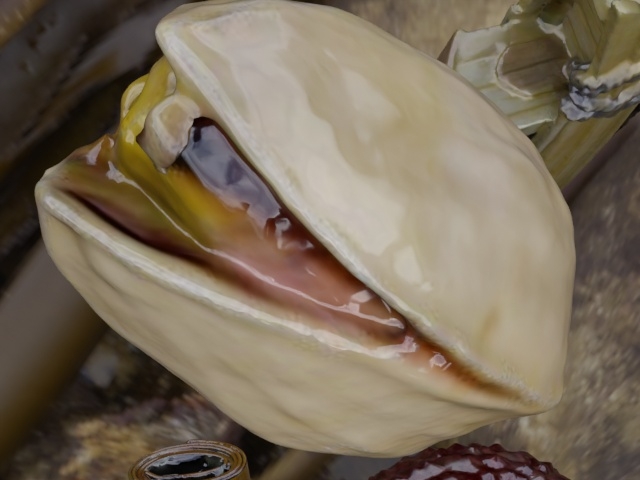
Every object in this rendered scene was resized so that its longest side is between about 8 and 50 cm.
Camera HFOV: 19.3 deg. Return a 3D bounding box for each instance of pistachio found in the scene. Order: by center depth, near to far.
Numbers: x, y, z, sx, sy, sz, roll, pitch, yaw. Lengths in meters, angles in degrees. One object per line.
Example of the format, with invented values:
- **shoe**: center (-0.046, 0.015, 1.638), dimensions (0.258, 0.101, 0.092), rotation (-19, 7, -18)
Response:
- **pistachio**: center (0.000, 0.000, 0.665), dimensions (0.157, 0.229, 0.157), rotation (-17, 61, 33)

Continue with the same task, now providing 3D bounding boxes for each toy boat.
- **toy boat**: center (0.135, -0.105, 1.376), dimensions (0.162, 0.445, 0.136), rotation (-14, 74, -21)

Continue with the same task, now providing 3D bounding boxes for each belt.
- **belt**: center (-0.089, 0.167, 1.299), dimensions (0.083, 0.059, 0.036), rotation (-6, 119, 7)

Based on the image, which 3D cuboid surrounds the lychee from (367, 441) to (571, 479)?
- **lychee**: center (0.099, 0.267, 1.253), dimensions (0.261, 0.260, 0.260), rotation (-1, 79, 4)
